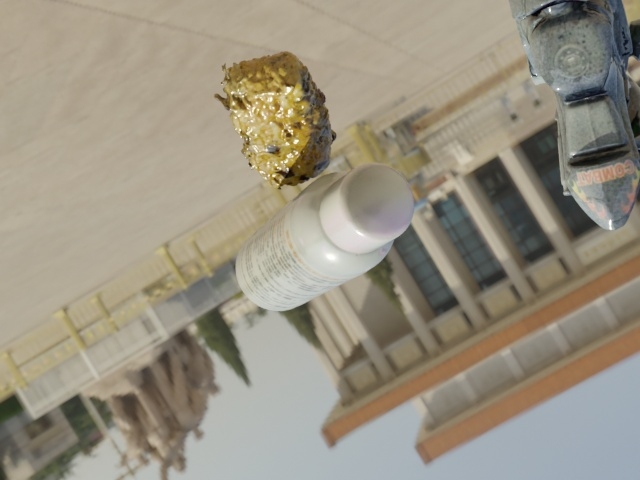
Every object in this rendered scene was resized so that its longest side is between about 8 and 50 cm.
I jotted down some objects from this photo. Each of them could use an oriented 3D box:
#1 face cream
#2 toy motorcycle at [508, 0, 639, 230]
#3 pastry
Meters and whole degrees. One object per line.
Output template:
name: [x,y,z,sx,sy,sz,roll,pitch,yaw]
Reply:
face cream: [0.000,0.000,0.800,0.082,0.082,0.269,-31,180,-22]
toy motorcycle: [0.223,-0.171,0.873,0.108,0.307,0.173,-12,-162,23]
pastry: [-0.030,-0.094,0.805,0.080,0.056,0.140,-10,152,15]
